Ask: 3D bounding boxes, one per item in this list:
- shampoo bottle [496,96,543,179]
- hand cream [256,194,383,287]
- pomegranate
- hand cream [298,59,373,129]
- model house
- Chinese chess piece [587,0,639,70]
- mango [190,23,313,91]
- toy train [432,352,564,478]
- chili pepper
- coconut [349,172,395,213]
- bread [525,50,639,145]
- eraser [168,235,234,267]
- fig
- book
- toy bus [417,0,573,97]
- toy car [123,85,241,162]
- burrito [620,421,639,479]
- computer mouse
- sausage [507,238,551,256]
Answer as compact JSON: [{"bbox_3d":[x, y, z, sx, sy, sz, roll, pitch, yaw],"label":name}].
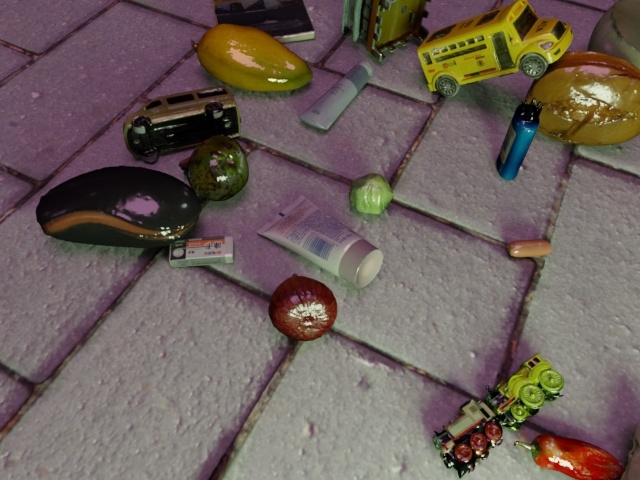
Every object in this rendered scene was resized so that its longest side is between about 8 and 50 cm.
[{"bbox_3d":[0.422,-0.220,1.112,0.050,0.183,0.087,7,54,5],"label":"shampoo bottle"},{"bbox_3d":[0.000,0.000,1.018,0.133,0.083,0.247,-38,52,-26],"label":"hand cream"},{"bbox_3d":[-0.228,-0.155,1.083,0.163,0.126,0.138,19,63,13],"label":"pomegranate"},{"bbox_3d":[0.047,-0.358,1.289,0.079,0.048,0.255,26,60,23],"label":"hand cream"},{"bbox_3d":[0.168,-0.629,1.386,0.198,0.224,0.215,-30,64,-19],"label":"model house"},{"bbox_3d":[0.868,-0.477,1.336,0.348,0.147,0.350,1,54,-2],"label":"Chinese chess piece"},{"bbox_3d":[-0.173,-0.454,1.314,0.316,0.119,0.177,21,53,3],"label":"mango"},{"bbox_3d":[0.283,0.275,0.834,0.249,0.053,0.085,-29,52,-20],"label":"toy train"},{"bbox_3d":[0.378,0.329,0.797,0.191,0.050,0.059,17,51,-4],"label":"chili pepper"},{"bbox_3d":[0.106,-0.096,1.078,0.095,0.088,0.088,0,54,5],"label":"coconut"},{"bbox_3d":[0.606,-0.317,1.184,0.269,0.196,0.143,13,47,9],"label":"bread"},{"bbox_3d":[-0.229,0.021,1.015,0.121,0.029,0.052,-4,54,-3],"label":"eraser"},{"bbox_3d":[-0.024,0.100,0.917,0.118,0.119,0.153,12,44,7],"label":"fig"},{"bbox_3d":[-0.181,-0.691,1.535,0.262,0.028,0.374,-11,55,-7],"label":"book"},{"bbox_3d":[0.401,-0.456,1.227,0.330,0.152,0.144,0,42,47],"label":"toy bus"},{"bbox_3d":[-0.314,-0.270,1.181,0.256,0.101,0.125,-15,51,-14],"label":"toy car"},{"bbox_3d":[0.454,0.425,0.714,0.117,0.076,0.392,38,58,-9],"label":"burrito"},{"bbox_3d":[-0.393,-0.075,1.014,0.322,0.116,0.183,3,41,6],"label":"computer mouse"},{"bbox_3d":[0.412,0.015,1.034,0.083,0.034,0.034,-3,54,-2],"label":"sausage"}]
